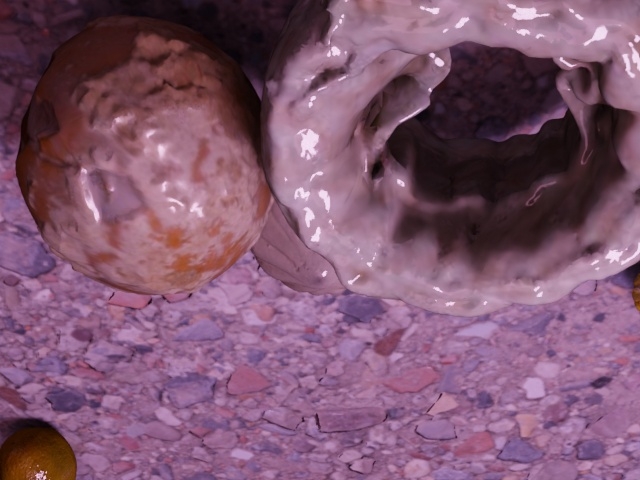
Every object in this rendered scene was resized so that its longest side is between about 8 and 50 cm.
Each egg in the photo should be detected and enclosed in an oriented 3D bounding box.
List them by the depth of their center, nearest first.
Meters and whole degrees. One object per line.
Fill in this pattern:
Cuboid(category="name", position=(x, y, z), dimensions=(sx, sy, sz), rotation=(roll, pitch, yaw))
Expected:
Cuboid(category="egg", position=(-0.126, -0.056, 0.781), dimensions=(0.195, 0.195, 0.233), rotation=(1, 148, -1))

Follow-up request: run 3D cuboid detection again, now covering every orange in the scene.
Cuboid(category="orange", position=(-0.309, 0.250, 1.153), dimensions=(0.085, 0.085, 0.095), rotation=(-19, 126, 18))

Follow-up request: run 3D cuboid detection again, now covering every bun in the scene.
Cuboid(category="bun", position=(0.000, 0.000, 0.901), dimensions=(0.138, 0.094, 0.138), rotation=(2, 132, 2))

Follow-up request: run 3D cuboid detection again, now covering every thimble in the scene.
Cuboid(category="thimble", position=(0.103, -0.103, 0.711), dimensions=(0.291, 0.195, 0.291), rotation=(5, 127, 7))

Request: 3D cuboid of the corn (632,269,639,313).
Cuboid(category="corn", position=(0.409, 0.112, 0.997), dimensions=(0.310, 0.101, 0.101), rotation=(30, 128, -28))
